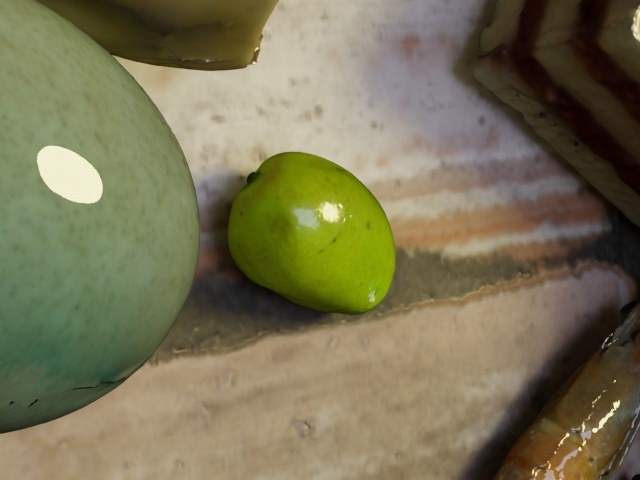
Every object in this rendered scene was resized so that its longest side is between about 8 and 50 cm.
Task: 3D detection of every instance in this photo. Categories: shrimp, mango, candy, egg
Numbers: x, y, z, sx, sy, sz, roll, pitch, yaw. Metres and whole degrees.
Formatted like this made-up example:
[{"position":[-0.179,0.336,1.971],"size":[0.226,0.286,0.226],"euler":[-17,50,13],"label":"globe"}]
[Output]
[{"position":[0.168,0.136,0.779],"size":[0.251,0.052,0.143],"euler":[-51,128,-19],"label":"shrimp"},{"position":[0.000,0.000,0.648],"size":[0.108,0.056,0.073],"euler":[44,67,-41],"label":"mango"},{"position":[0.251,-0.094,0.797],"size":[0.320,0.135,0.179],"euler":[37,66,-33],"label":"candy"},{"position":[-0.153,-0.017,0.456],"size":[0.236,0.169,0.169],"euler":[16,79,-36],"label":"egg"}]

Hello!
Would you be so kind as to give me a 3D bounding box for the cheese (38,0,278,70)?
[{"position":[-0.109,-0.219,0.481],"size":[0.316,0.128,0.259],"euler":[26,107,-19],"label":"cheese"}]
